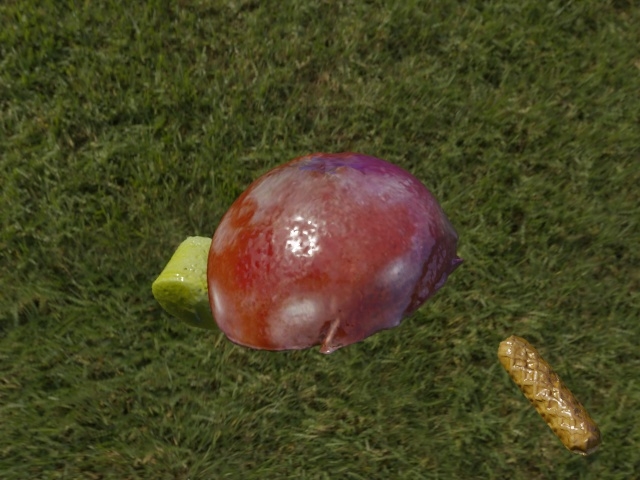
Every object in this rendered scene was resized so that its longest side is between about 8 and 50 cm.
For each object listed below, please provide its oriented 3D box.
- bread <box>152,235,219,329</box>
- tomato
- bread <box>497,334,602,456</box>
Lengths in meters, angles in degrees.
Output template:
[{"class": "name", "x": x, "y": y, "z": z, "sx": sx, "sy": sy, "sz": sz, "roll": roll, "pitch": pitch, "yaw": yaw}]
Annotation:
[{"class": "bread", "x": -0.191, "y": 0.066, "z": 1.144, "sx": 0.111, "sy": 0.129, "sz": 0.114, "roll": 19, "pitch": 53, "yaw": 5}, {"class": "tomato", "x": 0.003, "y": -0.003, "z": 0.941, "sx": 0.335, "sy": 0.176, "sz": 0.289, "roll": -3, "pitch": 30, "yaw": 24}, {"class": "bread", "x": 0.258, "y": 0.174, "z": 0.845, "sx": 0.044, "sy": 0.052, "sz": 0.157, "roll": -40, "pitch": 58, "yaw": 9}]
